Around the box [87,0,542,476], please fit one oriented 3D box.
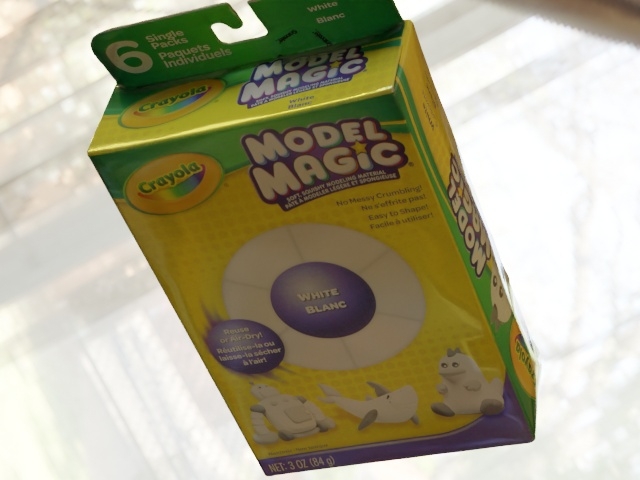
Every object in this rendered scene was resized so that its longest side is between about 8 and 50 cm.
[{"bbox_3d":[0.000,0.000,0.537,0.043,0.105,0.179,-76,149,-49],"label":"box"}]
